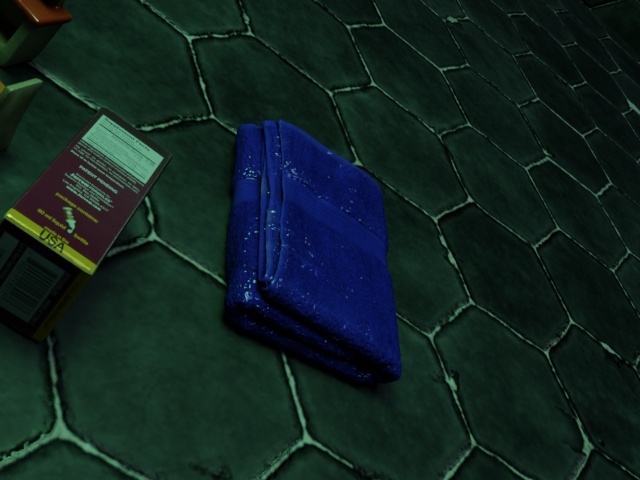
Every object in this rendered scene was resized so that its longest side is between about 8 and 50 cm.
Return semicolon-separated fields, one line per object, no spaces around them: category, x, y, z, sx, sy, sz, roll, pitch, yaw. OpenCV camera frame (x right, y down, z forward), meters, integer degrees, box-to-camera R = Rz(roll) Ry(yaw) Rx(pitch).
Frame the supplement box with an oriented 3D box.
supplement box;-0.214;-0.020;0.712;0.080;0.104;0.188;36;34;-14

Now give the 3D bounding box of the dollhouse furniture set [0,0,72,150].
dollhouse furniture set;-0.348;-0.219;0.744;0.262;0.135;0.259;47;34;2

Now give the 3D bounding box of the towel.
towel;0.000;0.000;0.949;0.227;0.076;0.308;27;38;-25
